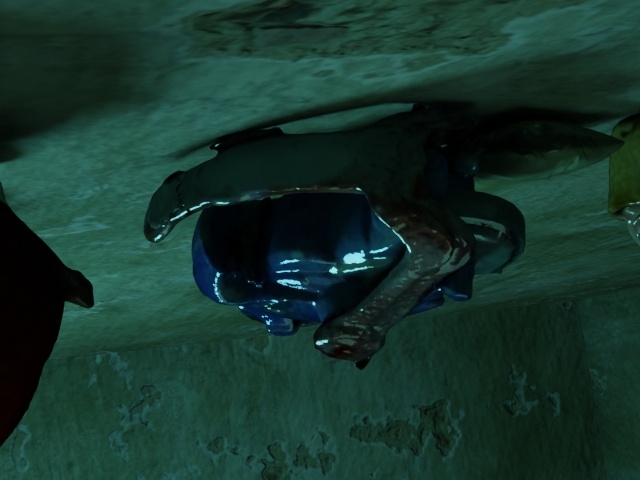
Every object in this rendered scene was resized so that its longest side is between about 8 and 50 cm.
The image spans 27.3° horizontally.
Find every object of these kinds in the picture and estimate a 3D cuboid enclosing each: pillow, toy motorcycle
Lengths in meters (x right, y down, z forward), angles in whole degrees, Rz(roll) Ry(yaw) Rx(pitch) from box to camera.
[{"bbox_3d":[0.146,-0.066,1.199,0.148,0.050,0.230,6,168,-40],"label":"pillow"},{"bbox_3d":[0.004,-0.019,1.117,0.319,0.241,0.182,-21,-154,38],"label":"toy motorcycle"}]

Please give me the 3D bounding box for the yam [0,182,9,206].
[{"bbox_3d":[-0.311,-0.025,1.024,0.132,0.054,0.054,-11,172,18],"label":"yam"}]

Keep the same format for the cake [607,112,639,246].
[{"bbox_3d":[0.368,-0.035,1.196,0.208,0.178,0.185,-13,171,13],"label":"cake"}]

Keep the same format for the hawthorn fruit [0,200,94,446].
[{"bbox_3d":[-0.334,0.067,0.894,0.311,0.295,0.295,-17,170,16],"label":"hawthorn fruit"}]
